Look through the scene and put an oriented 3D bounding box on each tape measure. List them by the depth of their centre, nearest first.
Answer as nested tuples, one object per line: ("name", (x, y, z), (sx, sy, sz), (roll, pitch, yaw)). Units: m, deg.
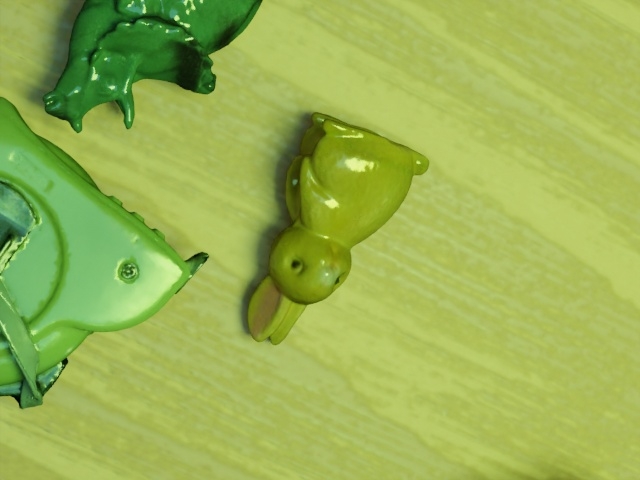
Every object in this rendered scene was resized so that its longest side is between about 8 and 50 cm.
("tape measure", (-0.198, 0.007, 0.714), (0.200, 0.106, 0.175), (43, 83, -9))

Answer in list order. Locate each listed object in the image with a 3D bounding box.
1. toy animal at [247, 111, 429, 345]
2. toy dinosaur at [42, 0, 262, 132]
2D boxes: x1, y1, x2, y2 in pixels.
("toy animal", (0.003, 0.002, 0.776), (0.083, 0.070, 0.159), (23, 95, -14))
("toy dinosaur", (-0.075, -0.191, 0.737), (0.120, 0.079, 0.292), (32, 91, -17))
